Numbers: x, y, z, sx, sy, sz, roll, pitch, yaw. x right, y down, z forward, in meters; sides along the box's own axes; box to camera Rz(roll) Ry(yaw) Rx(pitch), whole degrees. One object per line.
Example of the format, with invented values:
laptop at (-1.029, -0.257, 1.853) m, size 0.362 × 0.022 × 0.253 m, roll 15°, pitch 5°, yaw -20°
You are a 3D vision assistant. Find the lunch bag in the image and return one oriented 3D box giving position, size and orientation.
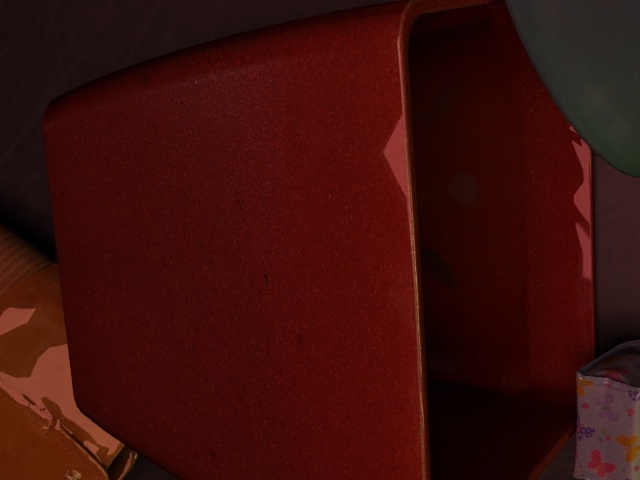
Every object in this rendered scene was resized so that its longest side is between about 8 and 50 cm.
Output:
lunch bag at (0.189, 0.101, 0.740) m, size 0.053 × 0.083 × 0.071 m, roll 11°, pitch 109°, yaw 36°

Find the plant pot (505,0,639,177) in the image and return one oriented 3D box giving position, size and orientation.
plant pot at (0.228, -0.158, 0.581) m, size 0.255 × 0.271 × 0.272 m, roll -23°, pitch 97°, yaw 34°

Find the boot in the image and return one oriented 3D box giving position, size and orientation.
boot at (-0.249, 0.137, 0.868) m, size 0.211 × 0.104 × 0.295 m, roll 43°, pitch 107°, yaw 3°

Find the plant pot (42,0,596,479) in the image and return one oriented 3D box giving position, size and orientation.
plant pot at (0.000, 0.000, 0.689) m, size 0.235 × 0.267 × 0.267 m, roll 3°, pitch 105°, yaw 28°
